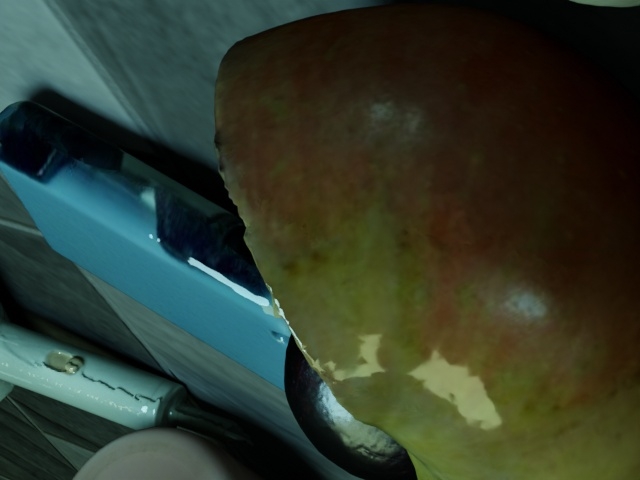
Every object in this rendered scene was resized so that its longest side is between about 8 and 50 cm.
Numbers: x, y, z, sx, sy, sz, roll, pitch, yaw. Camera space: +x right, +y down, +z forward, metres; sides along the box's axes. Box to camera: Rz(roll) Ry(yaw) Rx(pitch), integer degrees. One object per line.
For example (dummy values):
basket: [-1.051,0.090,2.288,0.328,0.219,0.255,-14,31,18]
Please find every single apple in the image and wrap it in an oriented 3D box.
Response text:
apple: [0.095,0.018,0.753,0.163,0.251,0.293,-24,114,14]

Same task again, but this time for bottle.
bottle: [-0.079,0.292,1.499,0.173,0.206,0.297,-21,150,16]

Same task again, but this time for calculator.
calculator: [-0.094,0.008,1.144,0.293,0.051,0.173,30,162,19]

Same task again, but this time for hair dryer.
hair dryer: [-0.213,0.103,1.504,0.357,0.108,0.173,17,154,18]

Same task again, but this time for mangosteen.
mangosteen: [0.053,0.066,1.006,0.137,0.137,0.151,34,123,0]

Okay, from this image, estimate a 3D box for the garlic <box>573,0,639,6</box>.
garlic: [0.070,-0.133,0.541,0.174,0.124,0.099,-5,-170,-40]
